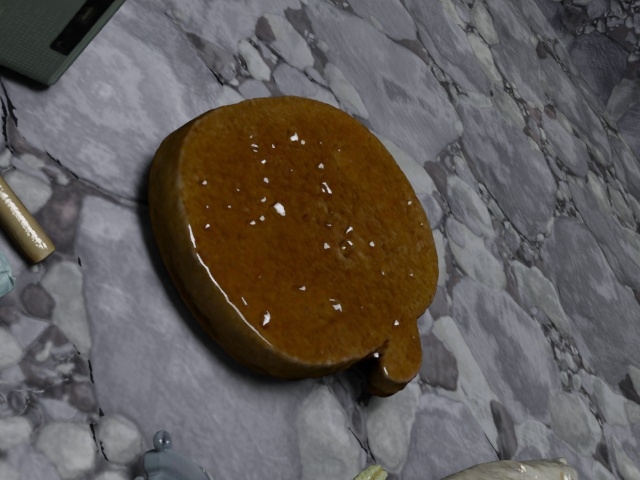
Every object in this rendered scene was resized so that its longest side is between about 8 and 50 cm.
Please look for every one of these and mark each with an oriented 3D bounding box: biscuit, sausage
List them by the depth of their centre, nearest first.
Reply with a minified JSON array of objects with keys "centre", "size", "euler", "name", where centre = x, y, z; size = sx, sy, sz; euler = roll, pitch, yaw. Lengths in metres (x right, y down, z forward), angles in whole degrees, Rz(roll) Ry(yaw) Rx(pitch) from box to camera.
[{"centre":[-0.254,-0.039,0.608],"size":[0.132,0.024,0.024],"euler":[53,34,-3],"name":"sausage"},{"centre":[-0.006,0.005,0.829],"size":[0.394,0.070,0.350],"euler":[-12,73,-53],"name":"biscuit"}]

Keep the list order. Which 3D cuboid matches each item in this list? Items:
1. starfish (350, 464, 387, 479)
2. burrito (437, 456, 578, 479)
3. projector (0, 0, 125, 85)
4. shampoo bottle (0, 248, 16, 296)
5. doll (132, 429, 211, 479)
[{"centre":[-0.005,0.312,0.505],"size":[0.358,0.078,0.347],"euler":[33,39,-48],"name":"starfish"},{"centre":[0.158,0.286,0.781],"size":[0.392,0.076,0.117],"euler":[7,63,-45],"name":"burrito"},{"centre":[-0.237,-0.267,0.632],"size":[0.177,0.242,0.163],"euler":[21,49,-41],"name":"projector"},{"centre":[-0.284,0.051,0.472],"size":[0.072,0.049,0.212],"euler":[52,35,1],"name":"shampoo bottle"},{"centre":[-0.093,0.228,0.540],"size":[0.104,0.062,0.194],"euler":[3,65,-47],"name":"doll"}]
